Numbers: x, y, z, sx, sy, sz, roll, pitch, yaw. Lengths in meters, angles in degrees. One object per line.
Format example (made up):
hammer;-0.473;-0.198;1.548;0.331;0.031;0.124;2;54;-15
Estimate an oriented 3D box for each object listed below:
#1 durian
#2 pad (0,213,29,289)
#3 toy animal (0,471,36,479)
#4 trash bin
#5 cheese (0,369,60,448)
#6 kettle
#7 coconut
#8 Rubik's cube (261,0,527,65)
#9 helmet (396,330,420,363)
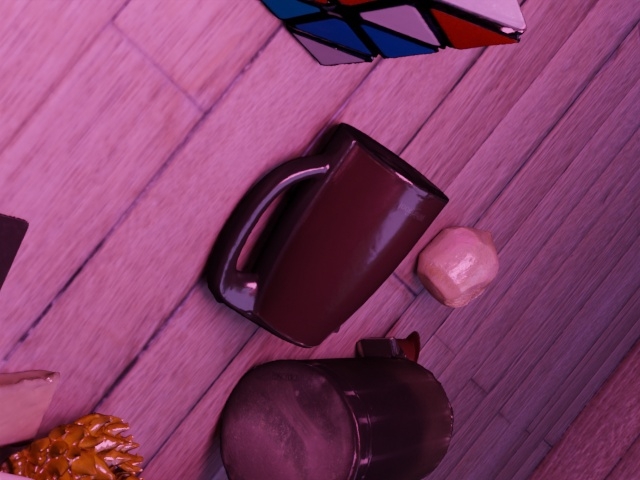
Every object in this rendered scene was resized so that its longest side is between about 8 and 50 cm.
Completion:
durian;-0.245;0.291;1.059;0.191;0.112;0.341;-26;148;-36
pad;-0.306;0.061;0.791;0.116;0.004;0.193;20;95;-61
toy animal;-0.370;0.261;0.707;0.241;0.196;0.368;4;124;-47
trash bin;0.031;0.258;1.359;0.301;0.203;0.252;7;81;-60
cheese;-0.373;0.153;0.805;0.400;0.034;0.085;0;120;-57
kettle;0.000;0.000;1.085;0.202;0.144;0.232;25;105;-42
coconut;0.203;0.032;1.458;0.124;0.110;0.110;-39;151;-10
Rubik's cube;0.053;-0.217;0.796;0.250;0.234;0.284;-11;133;-51
helmet;0.103;0.183;1.533;0.089;0.057;0.111;-95;-155;-61
